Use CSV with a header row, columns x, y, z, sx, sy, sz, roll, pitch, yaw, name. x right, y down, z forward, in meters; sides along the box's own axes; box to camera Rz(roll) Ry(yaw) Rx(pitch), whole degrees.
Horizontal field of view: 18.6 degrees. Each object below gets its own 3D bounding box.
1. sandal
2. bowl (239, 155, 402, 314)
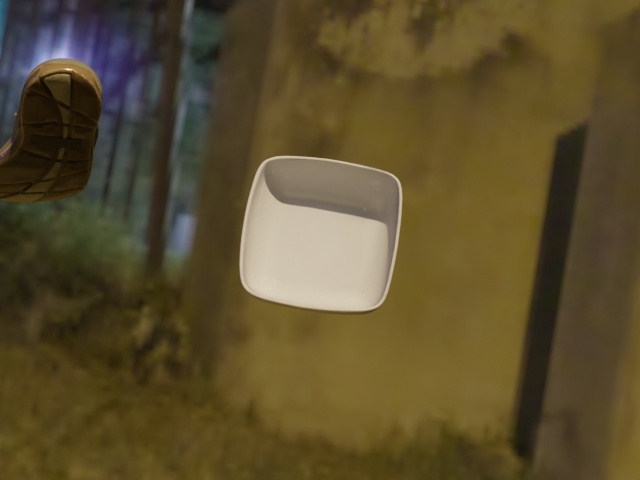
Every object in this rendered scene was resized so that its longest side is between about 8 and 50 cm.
x,y,z,sx,sy,sz,roll,pitch,yaw,name
-0.192,-0.081,1.388,0.072,0.049,0.180,8,-34,-15,sandal
0.000,0.000,1.795,0.142,0.142,0.053,9,-15,3,bowl
